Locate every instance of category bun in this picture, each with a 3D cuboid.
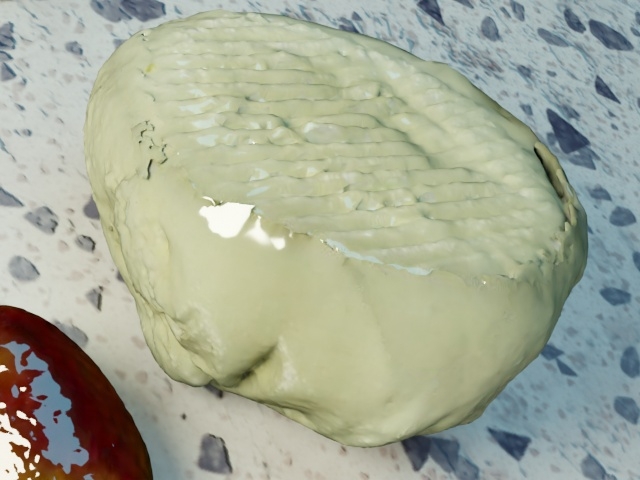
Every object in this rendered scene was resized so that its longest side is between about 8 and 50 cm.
[{"bbox_3d":[0.000,0.000,0.938,0.359,0.211,0.360,16,35,-11],"label":"bun"}]

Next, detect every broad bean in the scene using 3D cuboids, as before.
[{"bbox_3d":[-0.164,0.116,0.795,0.114,0.084,0.165,-17,67,-27],"label":"broad bean"}]
